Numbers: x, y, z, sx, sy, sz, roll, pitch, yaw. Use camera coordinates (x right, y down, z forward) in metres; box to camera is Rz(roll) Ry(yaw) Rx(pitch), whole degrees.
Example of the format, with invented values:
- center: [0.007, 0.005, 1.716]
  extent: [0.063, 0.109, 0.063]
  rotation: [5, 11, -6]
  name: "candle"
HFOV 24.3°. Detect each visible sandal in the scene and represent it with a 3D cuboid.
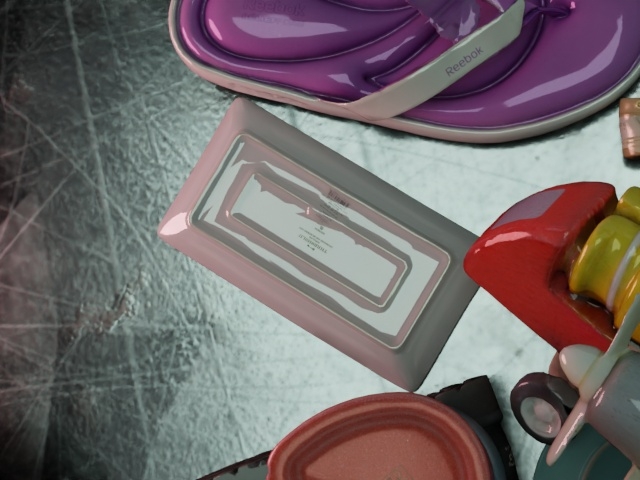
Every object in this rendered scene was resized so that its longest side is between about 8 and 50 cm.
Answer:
- center: [0.068, -0.170, 1.225]
  extent: [0.416, 0.102, 0.169]
  rotation: [1, 85, 12]
  name: "sandal"

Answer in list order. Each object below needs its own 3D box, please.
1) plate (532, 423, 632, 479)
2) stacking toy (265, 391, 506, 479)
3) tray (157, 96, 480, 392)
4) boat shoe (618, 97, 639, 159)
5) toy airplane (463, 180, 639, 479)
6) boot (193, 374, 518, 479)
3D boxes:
- center: [0.251, 0.210, 1.141]
  extent: [0.188, 0.024, 0.188]
  rotation: [5, 73, -16]
  name: "plate"
- center: [0.052, 0.280, 1.056]
  extent: [0.279, 0.130, 0.309]
  rotation: [-31, 75, 6]
  name: "stacking toy"
- center: [0.000, 0.000, 1.261]
  extent: [0.270, 0.030, 0.145]
  rotation: [31, 91, 13]
  name: "tray"
- center: [0.320, -0.110, 1.184]
  extent: [0.170, 0.063, 0.059]
  rotation: [-13, 88, 12]
  name: "boat shoe"
- center: [0.315, 0.051, 1.012]
  extent: [0.384, 0.386, 0.272]
  rotation: [-9, 125, -3]
  name: "toy airplane"
- center: [0.043, 0.375, 1.169]
  extent: [0.367, 0.146, 0.445]
  rotation: [-21, 85, 11]
  name: "boot"
